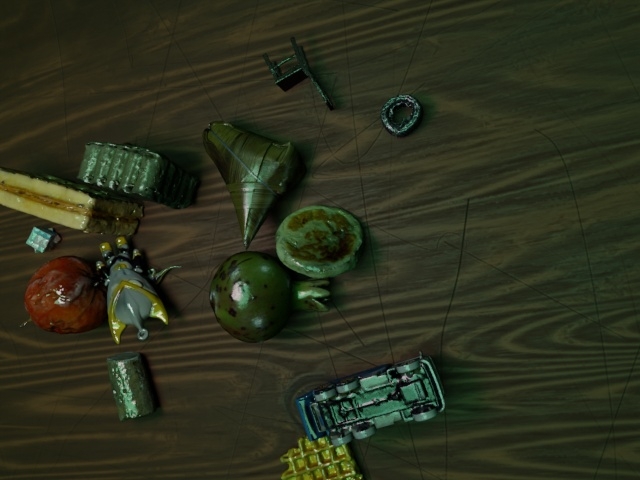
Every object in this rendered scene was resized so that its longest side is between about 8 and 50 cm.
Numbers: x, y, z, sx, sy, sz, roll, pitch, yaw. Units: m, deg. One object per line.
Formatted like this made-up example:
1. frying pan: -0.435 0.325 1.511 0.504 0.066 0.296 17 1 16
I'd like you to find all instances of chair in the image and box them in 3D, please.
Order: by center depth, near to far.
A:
1. chair: -0.057 -0.412 1.519 0.102 0.084 0.212 -27 83 13

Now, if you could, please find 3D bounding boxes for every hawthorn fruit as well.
1. hawthorn fruit: -0.753 0.175 1.661 0.272 0.242 0.241 -26 82 2

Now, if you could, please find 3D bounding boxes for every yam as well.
1. yam: -0.552 0.418 1.675 0.108 0.107 0.193 -19 83 17

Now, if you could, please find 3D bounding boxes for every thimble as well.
1. thimble: 0.203 -0.314 1.444 0.095 0.066 0.104 37 98 13

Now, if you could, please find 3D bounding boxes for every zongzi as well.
1. zongzi: -0.225 -0.148 1.518 0.286 0.138 0.299 22 79 18

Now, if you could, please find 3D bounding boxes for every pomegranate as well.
1. pomegranate: -0.133 0.128 1.475 0.306 0.242 0.242 -21 84 8

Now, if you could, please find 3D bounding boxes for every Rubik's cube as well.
1. Rubik's cube: -0.861 -0.003 1.791 0.075 0.073 0.084 45 99 -4

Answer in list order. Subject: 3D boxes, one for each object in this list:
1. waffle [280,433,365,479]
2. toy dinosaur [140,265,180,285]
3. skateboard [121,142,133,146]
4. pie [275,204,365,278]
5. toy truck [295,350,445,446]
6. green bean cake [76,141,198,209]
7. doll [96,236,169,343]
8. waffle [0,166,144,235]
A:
1. waffle: -0.009 0.604 1.524 0.230 0.057 0.218 -23 83 18
2. toy dinosaur: -0.493 0.103 1.691 0.180 0.037 0.058 -31 94 21
3. skateboard: -0.611 -0.233 1.714 0.151 0.067 0.080 -43 69 18
4. pie: 0.000 0.000 1.469 0.241 0.054 0.240 -1 49 1
5. toy truck: 0.121 0.388 1.418 0.368 0.175 0.146 -20 86 17
6. green bean cake: -0.489 -0.171 1.574 0.241 0.255 0.131 10 85 18
7. doll: -0.540 0.136 1.634 0.316 0.146 0.103 63 143 24
8. waffle: -0.735 -0.115 1.646 0.377 0.261 0.113 17 90 17
